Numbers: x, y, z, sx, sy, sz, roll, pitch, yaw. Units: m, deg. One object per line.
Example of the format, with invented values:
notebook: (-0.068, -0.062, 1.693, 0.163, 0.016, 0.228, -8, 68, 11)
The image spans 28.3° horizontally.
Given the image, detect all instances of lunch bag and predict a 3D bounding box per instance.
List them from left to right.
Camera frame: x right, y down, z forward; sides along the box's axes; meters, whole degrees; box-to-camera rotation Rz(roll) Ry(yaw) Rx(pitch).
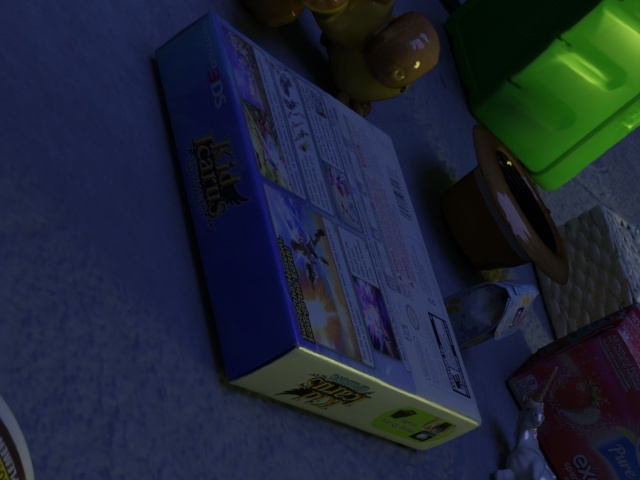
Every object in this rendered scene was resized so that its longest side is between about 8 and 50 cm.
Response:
lunch bag: (0.143, 0.063, 1.101, 0.071, 0.083, 0.053, -3, 65, -64)

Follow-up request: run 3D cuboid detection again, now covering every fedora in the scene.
fedora: (0.175, -0.023, 1.266, 0.194, 0.079, 0.194, 50, 20, -25)

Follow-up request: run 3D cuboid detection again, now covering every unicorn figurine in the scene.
unicorn figurine: (0.185, 0.206, 1.069, 0.111, 0.060, 0.162, -49, 124, -65)

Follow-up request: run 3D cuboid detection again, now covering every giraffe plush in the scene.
giraffe plush: (0.035, -0.195, 1.130, 0.170, 0.181, 0.210, 63, -13, -19)

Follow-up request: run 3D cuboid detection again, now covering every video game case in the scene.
video game case: (0.000, 0.000, 0.917, 0.244, 0.061, 0.269, 30, 38, -51)

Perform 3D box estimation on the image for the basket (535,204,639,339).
basket: (0.316, 0.058, 1.412, 0.103, 0.113, 0.167, 34, 35, -42)

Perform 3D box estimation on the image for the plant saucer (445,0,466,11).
plant saucer: (0.176, -0.341, 1.696, 0.119, 0.021, 0.119, 44, 29, -33)

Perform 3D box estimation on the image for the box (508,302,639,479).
box: (0.301, 0.204, 1.204, 0.257, 0.123, 0.128, 62, 25, 4)

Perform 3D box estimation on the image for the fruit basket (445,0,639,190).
fruit basket: (0.389, -0.255, 1.594, 0.392, 0.392, 0.283, 35, 34, -44)

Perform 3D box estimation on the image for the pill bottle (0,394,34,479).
pill bottle: (-0.178, 0.115, 0.367, 0.117, 0.117, 0.215, 55, 24, -11)
